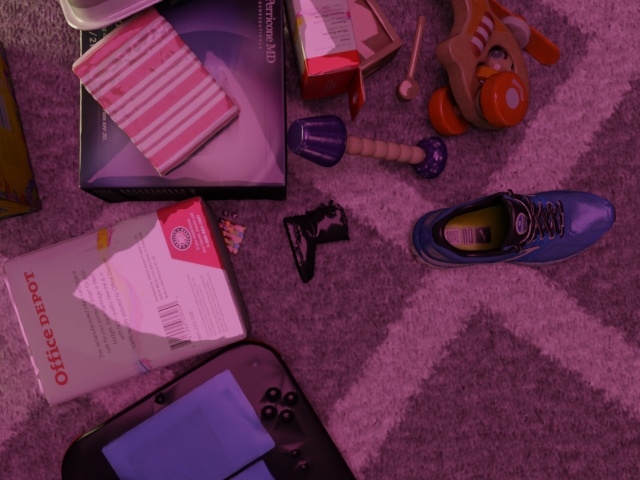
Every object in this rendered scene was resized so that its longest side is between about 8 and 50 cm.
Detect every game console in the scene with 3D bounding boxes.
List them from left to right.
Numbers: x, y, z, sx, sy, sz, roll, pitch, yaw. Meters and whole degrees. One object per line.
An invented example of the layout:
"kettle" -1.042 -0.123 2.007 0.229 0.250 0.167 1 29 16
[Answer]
"game console" -0.169 0.377 1.015 0.386 0.060 0.342 -31 88 -4

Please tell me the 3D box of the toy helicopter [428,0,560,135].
"toy helicopter" 0.261 -0.354 1.034 0.235 0.140 0.355 -31 108 -32

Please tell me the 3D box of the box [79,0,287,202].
"box" -0.199 -0.214 0.991 0.293 0.183 0.297 -1 87 -5

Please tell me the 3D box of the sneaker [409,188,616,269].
"sneaker" 0.316 -0.015 1.024 0.329 0.147 0.130 -10 87 -5

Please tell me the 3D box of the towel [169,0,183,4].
"towel" -0.103 -0.503 0.964 0.370 0.040 0.271 -29 56 -5

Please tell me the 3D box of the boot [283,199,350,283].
"boot" 0.000 0.000 1.059 0.099 0.045 0.121 -15 89 -10

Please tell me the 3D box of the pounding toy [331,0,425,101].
"pounding toy" 0.085 -0.307 1.056 0.181 0.094 0.206 -34 91 -5

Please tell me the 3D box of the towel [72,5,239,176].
"towel" -0.224 -0.205 0.885 0.144 0.029 0.197 -40 92 -4

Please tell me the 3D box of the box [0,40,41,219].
"box" -0.616 -0.159 0.965 0.279 0.177 0.290 -15 87 -3

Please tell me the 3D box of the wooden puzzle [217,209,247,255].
"wooden puzzle" -0.152 -0.008 1.066 0.049 0.006 0.083 22 86 -2

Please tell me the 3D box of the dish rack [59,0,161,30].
"dish rack" -0.267 -0.458 0.914 0.285 0.072 0.333 -26 57 -4

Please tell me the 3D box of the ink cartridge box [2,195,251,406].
"ink cartridge box" -0.284 0.088 0.989 0.306 0.131 0.226 -18 88 -1

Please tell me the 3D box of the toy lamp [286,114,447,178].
"toy lamp" 0.075 -0.143 0.988 0.274 0.080 0.080 0 86 -36

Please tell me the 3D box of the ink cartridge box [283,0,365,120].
"ink cartridge box" 0.000 -0.291 0.933 0.078 0.134 0.231 -11 89 -5
